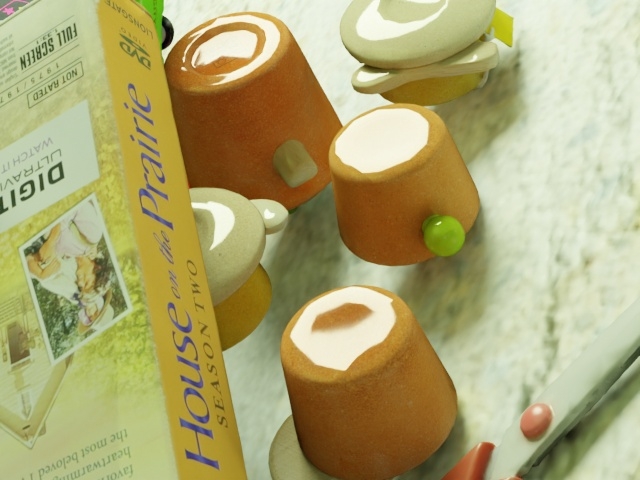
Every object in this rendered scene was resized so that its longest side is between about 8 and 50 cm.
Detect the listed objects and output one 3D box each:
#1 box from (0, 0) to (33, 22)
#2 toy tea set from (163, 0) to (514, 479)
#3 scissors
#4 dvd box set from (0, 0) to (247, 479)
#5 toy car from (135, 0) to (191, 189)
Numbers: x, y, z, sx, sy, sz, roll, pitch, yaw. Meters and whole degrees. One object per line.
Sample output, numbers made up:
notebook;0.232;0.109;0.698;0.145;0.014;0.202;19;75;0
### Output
box;-0.232;-0.048;0.940;0.142;0.163;0.247;-96;13;-52
toy tea set;0.000;0.000;0.744;0.200;0.124;0.336;-5;44;17
scissors;0.074;0.085;0.592;0.297;0.021;0.109;-56;26;-3
dvd box set;-0.173;0.120;0.642;0.308;0.062;0.420;-28;57;22
toy car;-0.115;-0.075;0.808;0.239;0.053;0.224;-53;-35;-75
